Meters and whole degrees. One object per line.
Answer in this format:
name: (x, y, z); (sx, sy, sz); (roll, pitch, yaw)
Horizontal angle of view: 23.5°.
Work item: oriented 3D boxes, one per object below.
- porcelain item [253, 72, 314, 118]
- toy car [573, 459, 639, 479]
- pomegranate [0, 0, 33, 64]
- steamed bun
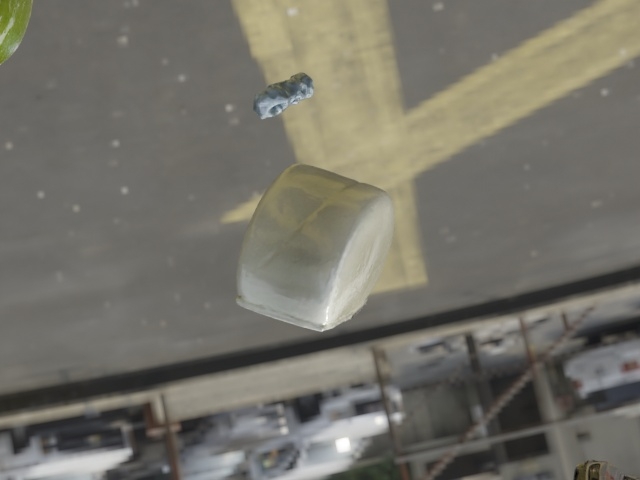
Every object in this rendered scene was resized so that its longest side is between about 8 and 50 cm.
porcelain item: (-0.036, -0.134, 1.417); (0.036, 0.028, 0.083); (-32, -179, 32)
toy car: (0.334, 0.311, 1.582); (0.108, 0.209, 0.089); (-18, -154, 24)
pomegranate: (-0.308, -0.177, 1.205); (0.179, 0.210, 0.179); (-14, -165, 4)
steamed bun: (0.000, 0.000, 1.857); (0.146, 0.164, 0.242); (18, -166, 14)
